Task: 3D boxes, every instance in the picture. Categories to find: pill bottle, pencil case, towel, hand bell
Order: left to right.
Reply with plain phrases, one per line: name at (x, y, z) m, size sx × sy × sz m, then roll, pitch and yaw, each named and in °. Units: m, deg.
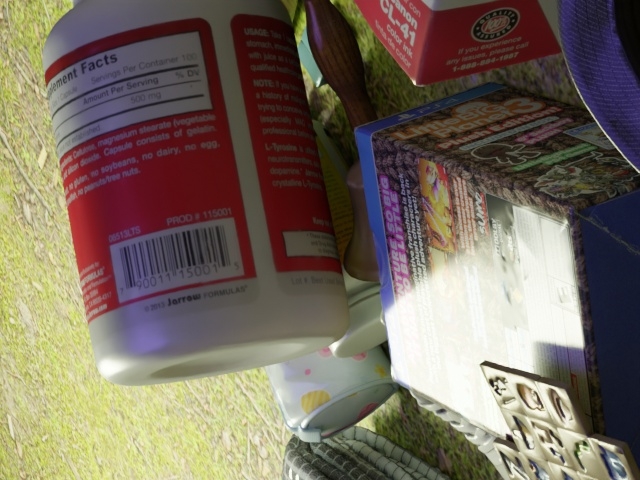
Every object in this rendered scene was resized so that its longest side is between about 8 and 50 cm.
pill bottle at (-0.119, -0.090, 1.772) m, size 0.229 × 0.229 × 0.408 m, roll 149°, pitch 112°, yaw -64°
pencil case at (-0.031, 0.065, 2.003) m, size 0.273 × 0.124 × 0.113 m, roll 59°, pitch 152°, yaw 20°
pill bottle at (0.000, 0.000, 1.899) m, size 0.215 × 0.117 × 0.117 m, roll 61°, pitch 153°, yaw 18°
hand bell at (0.039, -0.100, 1.690) m, size 0.126 × 0.126 × 0.242 m, roll 22°, pitch 138°, yaw 57°
towel at (0.052, 0.335, 1.976) m, size 0.283 × 0.121 × 0.235 m, roll 29°, pitch 120°, yaw 58°

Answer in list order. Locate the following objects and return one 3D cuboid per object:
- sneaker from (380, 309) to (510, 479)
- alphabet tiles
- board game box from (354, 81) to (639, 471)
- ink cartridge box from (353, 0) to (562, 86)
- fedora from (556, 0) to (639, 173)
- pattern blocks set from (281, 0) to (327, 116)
sneaker at (0.134, 0.136, 1.766) m, size 0.229 × 0.092 × 0.087 m, roll 62°, pitch 152°, yaw 13°
alphabet tiles at (0.195, 0.196, 1.472) m, size 0.198 × 0.009 × 0.237 m, roll 13°, pitch 132°, yaw 63°
board game box at (0.174, 0.027, 1.551) m, size 0.291 × 0.141 × 0.232 m, roll 25°, pitch 130°, yaw 55°
ink cartridge box at (0.153, -0.266, 1.276) m, size 0.306 × 0.226 × 0.131 m, roll 101°, pitch 148°, yaw -49°
fedora at (0.284, -0.157, 1.207) m, size 0.244 × 0.124 × 0.275 m, roll 51°, pitch 137°, yaw 18°
pattern blocks set at (-0.079, -0.255, 1.974) m, size 0.325 × 0.026 × 0.285 m, roll 63°, pitch 153°, yaw 14°
